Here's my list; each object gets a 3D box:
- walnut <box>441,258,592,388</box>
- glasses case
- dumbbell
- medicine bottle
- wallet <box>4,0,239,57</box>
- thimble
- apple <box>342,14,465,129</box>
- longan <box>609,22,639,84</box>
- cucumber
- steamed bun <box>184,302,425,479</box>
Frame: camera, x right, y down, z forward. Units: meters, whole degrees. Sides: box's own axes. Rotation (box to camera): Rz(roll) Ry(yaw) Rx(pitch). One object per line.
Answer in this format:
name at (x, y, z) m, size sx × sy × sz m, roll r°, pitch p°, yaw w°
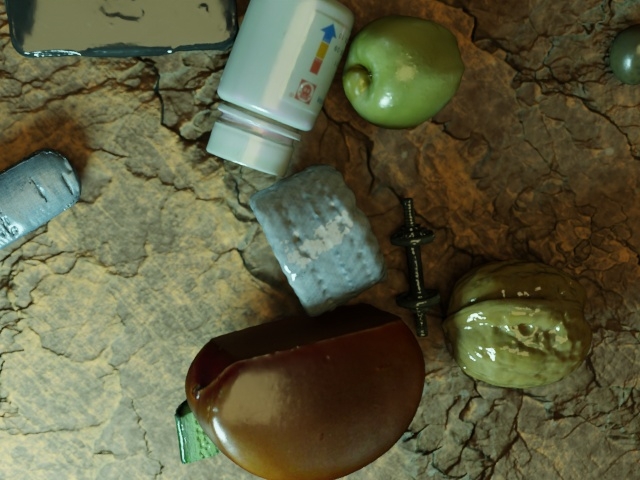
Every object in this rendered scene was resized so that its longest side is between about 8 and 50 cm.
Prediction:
walnut at (0.337, 0.146, 1.465) m, size 0.257 × 0.257 × 0.224 m, roll 3°, pitch 68°, yaw -10°
glasses case at (-0.522, -0.047, 1.362) m, size 0.282 × 0.067 × 0.109 m, roll -31°, pitch 106°, yaw -1°
dumbbell at (0.168, 0.050, 1.484) m, size 0.082 × 0.081 × 0.254 m, roll -9°, pitch 101°, yaw -7°
medicine bottle at (-0.070, -0.258, 1.343) m, size 0.170 × 0.170 × 0.293 m, roll 20°, pitch 95°, yaw -12°
wallet at (-0.314, -0.394, 1.341) m, size 0.377 × 0.051 × 0.197 m, roll -6°, pitch 98°, yaw -9°
thimble at (0.000, 0.000, 1.378) m, size 0.157 × 0.217 × 0.245 m, roll -27°, pitch 127°, yaw -2°
apple at (0.133, -0.277, 1.365) m, size 0.200 × 0.200 × 0.200 m, roll -2°, pitch 100°, yaw -9°
longan at (0.561, -0.328, 1.475) m, size 0.113 × 0.092 × 0.113 m, roll -32°, pitch 137°, yaw -36°
cucumber at (-0.204, 0.326, 1.481) m, size 0.116 × 0.062 × 0.115 m, roll -13°, pitch 102°, yaw -27°
steamed bun at (-0.020, 0.264, 1.398) m, size 0.379 × 0.235 × 0.248 m, roll -13°, pitch 100°, yaw -20°
